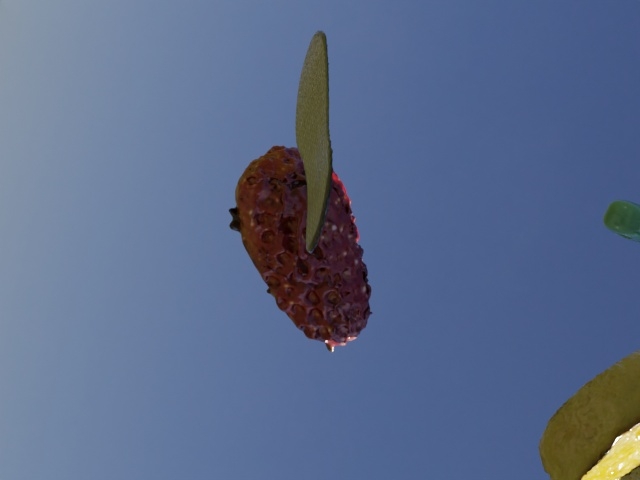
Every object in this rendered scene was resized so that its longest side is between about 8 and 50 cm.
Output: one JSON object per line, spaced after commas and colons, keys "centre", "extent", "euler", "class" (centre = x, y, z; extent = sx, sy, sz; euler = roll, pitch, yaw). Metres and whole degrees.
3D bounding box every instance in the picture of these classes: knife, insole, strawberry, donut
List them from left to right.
{"centre": [-0.005, -0.082, 0.999], "extent": [0.253, 0.005, 0.086], "euler": [-95, -161, -55], "class": "insole"}
{"centre": [0.000, 0.000, 1.229], "extent": [0.082, 0.121, 0.188], "euler": [-28, -90, 51], "class": "strawberry"}
{"centre": [0.228, 0.127, 0.929], "extent": [0.146, 0.181, 0.078], "euler": [-46, -130, 17], "class": "donut"}
{"centre": [0.379, 0.012, 1.399], "extent": [0.063, 0.260, 0.035], "euler": [20, -92, 52], "class": "knife"}
